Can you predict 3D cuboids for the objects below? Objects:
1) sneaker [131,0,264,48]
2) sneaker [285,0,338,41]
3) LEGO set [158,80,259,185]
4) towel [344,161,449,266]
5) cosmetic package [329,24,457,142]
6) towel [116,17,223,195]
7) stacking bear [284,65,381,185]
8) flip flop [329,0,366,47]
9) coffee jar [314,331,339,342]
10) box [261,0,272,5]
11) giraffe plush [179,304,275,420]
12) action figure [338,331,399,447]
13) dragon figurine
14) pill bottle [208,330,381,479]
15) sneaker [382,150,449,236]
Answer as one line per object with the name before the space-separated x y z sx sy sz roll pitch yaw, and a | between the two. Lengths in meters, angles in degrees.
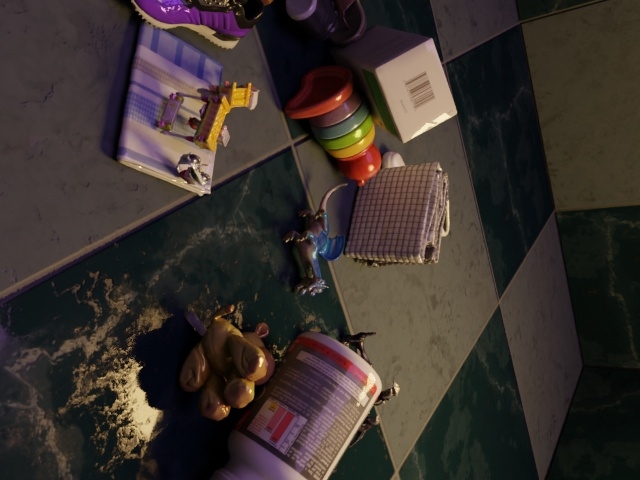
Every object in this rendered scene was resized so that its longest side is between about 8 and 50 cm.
sneaker | -0.219 -0.461 1.107 0.293 0.146 0.102 -6 77 -56
sneaker | -0.015 -0.623 1.463 0.147 0.104 0.296 45 46 -59
LEGO set | -0.215 -0.246 1.120 0.132 0.107 0.287 91 16 -51
towel | 0.214 -0.060 1.594 0.121 0.234 0.284 40 56 -51
cosmetic package | 0.170 -0.398 1.460 0.155 0.365 0.197 -29 117 -3
towel | -0.277 -0.246 1.118 0.209 0.034 0.285 20 69 -48
stacking bear | 0.062 -0.270 1.481 0.289 0.164 0.175 57 45 -39
flip flop | 0.057 -0.628 1.536 0.080 0.112 0.277 24 64 -56
coffee jar | -0.012 0.314 1.380 0.096 0.079 0.184 49 50 -38
box | -0.138 -0.616 1.343 0.136 0.028 0.081 59 44 -34
giraffe plush | -0.162 0.232 1.150 0.170 0.181 0.210 31 27 -59
action figure | 0.105 0.377 1.484 0.164 0.140 0.276 -5 88 -55
dragon figurine | 0.000 0.000 1.421 0.144 0.085 0.289 56 46 -34
pill bottle | -0.053 0.380 1.171 0.363 0.210 0.210 -53 129 -23
sneaker | 0.298 -0.140 1.766 0.108 0.169 0.293 -43 119 -44
